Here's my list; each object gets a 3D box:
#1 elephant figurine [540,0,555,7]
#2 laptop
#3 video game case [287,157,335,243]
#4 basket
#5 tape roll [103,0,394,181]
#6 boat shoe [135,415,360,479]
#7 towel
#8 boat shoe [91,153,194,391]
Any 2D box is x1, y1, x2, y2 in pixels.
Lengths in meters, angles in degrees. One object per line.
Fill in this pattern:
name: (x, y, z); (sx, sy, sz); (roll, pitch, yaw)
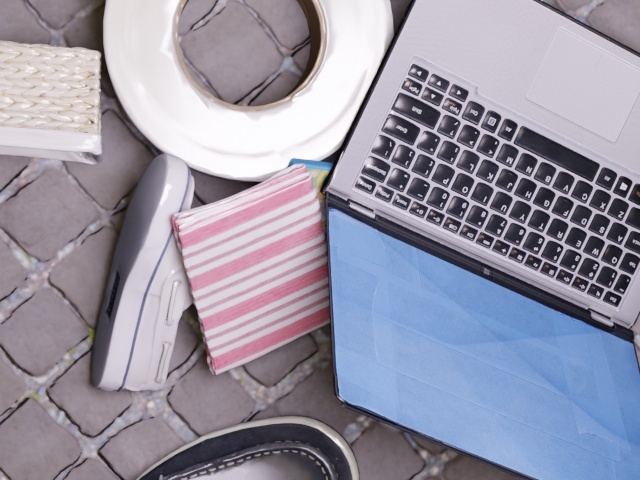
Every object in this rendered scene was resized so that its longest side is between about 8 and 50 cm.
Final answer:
elephant figurine: (0.099, -0.331, 1.724); (0.239, 0.186, 0.169); (-7, 137, 4)
laptop: (0.219, -0.002, 1.638); (0.382, 0.236, 0.408); (24, 94, -24)
video game case: (0.000, 0.000, 1.722); (0.119, 0.015, 0.166); (7, 119, -27)
basket: (-0.291, -0.136, 1.693); (0.167, 0.113, 0.103); (5, 87, -6)
tape roll: (-0.073, -0.198, 1.719); (0.286, 0.100, 0.286); (0, 92, -7)
boat shoe: (-0.182, 0.332, 1.698); (0.500, 0.156, 0.187); (-26, 92, -6)
towel: (-0.060, 0.029, 1.684); (0.144, 0.029, 0.197); (-23, 130, -15)
boat shoe: (-0.156, 0.034, 1.705); (0.084, 0.095, 0.258); (9, 120, -21)
